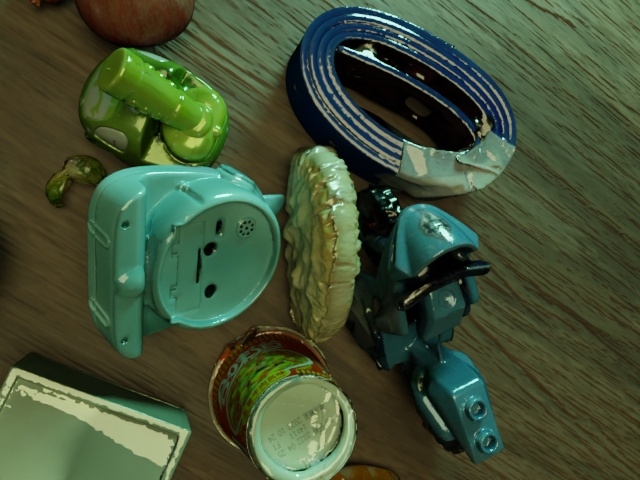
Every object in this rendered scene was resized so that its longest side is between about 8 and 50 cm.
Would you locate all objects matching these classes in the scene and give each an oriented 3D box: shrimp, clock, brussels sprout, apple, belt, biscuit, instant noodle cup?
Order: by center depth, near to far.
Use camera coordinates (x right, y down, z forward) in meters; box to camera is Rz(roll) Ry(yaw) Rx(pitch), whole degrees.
[{"bbox_3d":[-0.151,0.013,0.747,0.274,0.094,0.223,-14,123,-38],"label":"clock"},{"bbox_3d":[-0.242,-0.328,0.758,0.154,0.120,0.153,2,54,-3],"label":"apple"},{"bbox_3d":[-0.046,0.216,0.762,0.193,0.212,0.192,1,88,-15],"label":"instant noodle cup"},{"bbox_3d":[-0.329,-0.082,0.779,0.083,0.046,0.051,-34,91,-12],"label":"brussels sprout"},{"bbox_3d":[0.000,0.000,0.796,0.084,0.179,0.280,0,89,-15],"label":"biscuit"},{"bbox_3d":[0.115,-0.193,0.865,0.347,0.117,0.212,28,80,-12],"label":"belt"},{"bbox_3d":[0.052,0.415,0.876,0.166,0.049,0.160,-6,89,-23],"label":"shrimp"}]

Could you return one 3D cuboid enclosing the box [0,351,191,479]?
[{"bbox_3d":[-0.315,0.292,0.739,0.225,0.117,0.224,26,82,-14],"label":"box"}]

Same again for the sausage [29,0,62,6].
[{"bbox_3d":[-0.279,-0.451,0.797,0.053,0.053,0.347,36,80,-11],"label":"sausage"}]

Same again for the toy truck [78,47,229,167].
[{"bbox_3d":[-0.199,-0.161,0.746,0.187,0.211,0.148,29,80,-29],"label":"toy truck"}]

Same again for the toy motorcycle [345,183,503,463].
[{"bbox_3d":[0.148,0.114,0.807,0.172,0.232,0.415,-18,94,-18],"label":"toy motorcycle"}]
